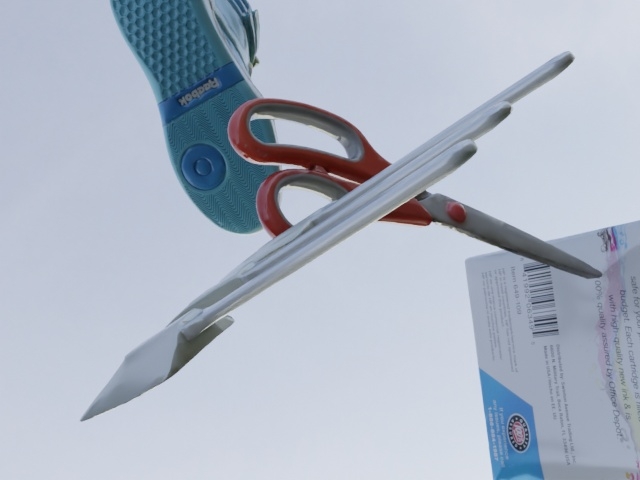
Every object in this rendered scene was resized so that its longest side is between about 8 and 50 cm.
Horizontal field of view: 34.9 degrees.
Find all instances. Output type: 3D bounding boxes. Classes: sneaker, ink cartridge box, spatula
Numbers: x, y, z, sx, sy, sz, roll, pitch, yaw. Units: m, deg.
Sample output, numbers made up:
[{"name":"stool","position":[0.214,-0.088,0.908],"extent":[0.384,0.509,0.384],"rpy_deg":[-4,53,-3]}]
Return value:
[{"name":"sneaker","position":[-0.105,-0.171,1.149],"extent":[0.208,0.127,0.319],"rpy_deg":[-39,-70,-72]},{"name":"ink cartridge box","position":[0.286,0.086,0.808],"extent":[0.197,0.270,0.198],"rpy_deg":[-1,-99,-36]},{"name":"spatula","position":[0.000,0.000,0.461],"extent":[0.019,0.242,0.168],"rpy_deg":[56,-143,-4]}]

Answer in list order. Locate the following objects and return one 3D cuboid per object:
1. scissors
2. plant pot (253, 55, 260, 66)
[{"name":"scissors","position":[0.075,-0.032,0.689],"extent":[0.297,0.109,0.021],"rpy_deg":[6,-33,-31]},{"name":"plant pot","position":[-0.123,-0.248,1.335],"extent":[0.083,0.083,0.079],"rpy_deg":[-43,-80,-29]}]
